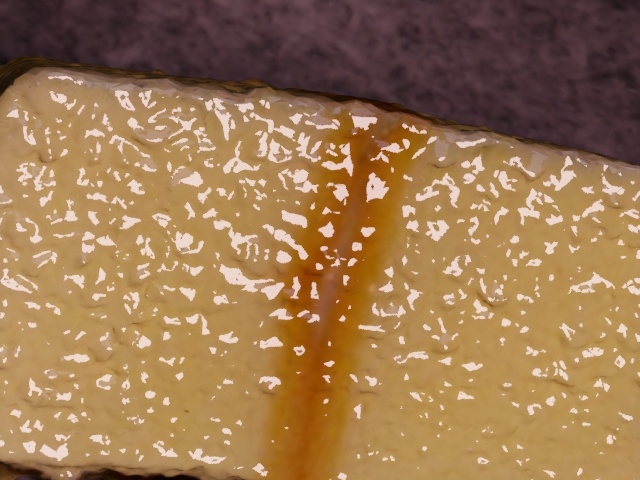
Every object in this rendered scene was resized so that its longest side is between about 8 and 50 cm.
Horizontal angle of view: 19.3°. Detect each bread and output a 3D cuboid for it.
[{"bbox_3d":[0.000,0.000,0.693,0.266,0.142,0.178,8,44,-13],"label":"bread"}]
